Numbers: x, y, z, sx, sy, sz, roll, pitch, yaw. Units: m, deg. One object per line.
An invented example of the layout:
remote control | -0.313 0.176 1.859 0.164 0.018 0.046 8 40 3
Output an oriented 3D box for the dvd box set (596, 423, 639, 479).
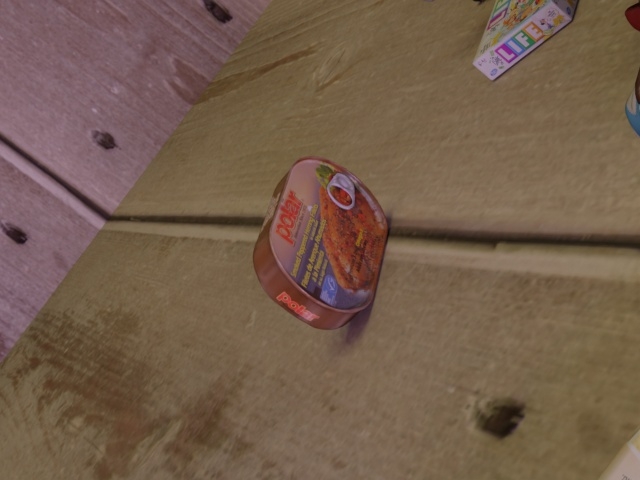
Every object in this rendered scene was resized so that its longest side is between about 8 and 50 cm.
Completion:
dvd box set | 0.230 0.065 0.432 0.420 0.062 0.307 -52 16 -3

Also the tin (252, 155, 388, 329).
tin | 0.000 0.000 1.142 0.040 0.106 0.189 -42 18 32

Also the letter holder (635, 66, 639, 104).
letter holder | 0.222 -0.039 0.303 0.302 0.152 0.214 -23 34 58

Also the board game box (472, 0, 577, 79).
board game box | 0.199 -0.226 1.231 0.103 0.026 0.154 -37 21 43

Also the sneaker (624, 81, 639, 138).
sneaker | 0.257 -0.153 0.798 0.228 0.087 0.092 -54 14 -16

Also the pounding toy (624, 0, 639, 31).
pounding toy | 0.273 -0.216 0.915 0.237 0.110 0.183 -25 8 -3
